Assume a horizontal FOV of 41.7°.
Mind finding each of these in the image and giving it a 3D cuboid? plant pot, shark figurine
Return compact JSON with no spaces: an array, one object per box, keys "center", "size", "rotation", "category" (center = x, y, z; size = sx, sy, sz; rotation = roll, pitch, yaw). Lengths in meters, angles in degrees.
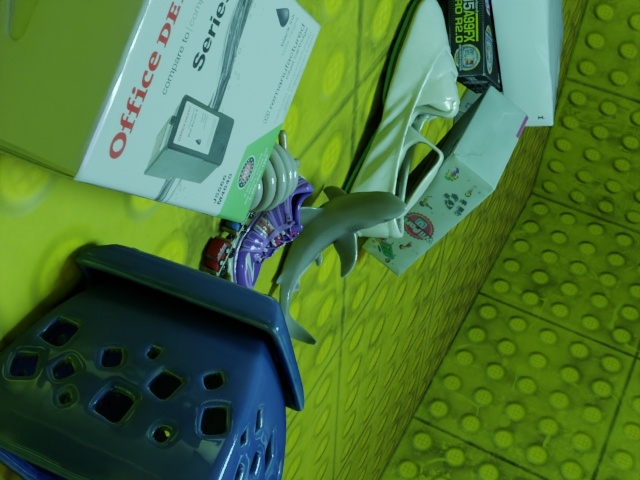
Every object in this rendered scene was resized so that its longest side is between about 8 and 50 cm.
[{"center":[-0.142,0.150,0.767],"size":[0.236,0.236,0.212],"rotation":[80,31,-58],"category":"plant pot"},{"center":[-0.023,0.009,1.197],"size":[0.116,0.166,0.278],"rotation":[27,105,-47],"category":"shark figurine"}]

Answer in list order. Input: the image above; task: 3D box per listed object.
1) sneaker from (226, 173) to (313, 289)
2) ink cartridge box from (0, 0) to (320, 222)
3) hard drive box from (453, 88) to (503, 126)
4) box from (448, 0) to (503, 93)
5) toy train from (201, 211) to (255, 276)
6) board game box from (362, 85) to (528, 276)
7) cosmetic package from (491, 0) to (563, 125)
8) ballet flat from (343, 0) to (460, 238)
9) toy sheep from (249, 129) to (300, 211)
[{"center":[-0.062,-0.009,1.049],"size":[0.170,0.071,0.068],"rotation":[-65,162,-6],"category":"sneaker"},{"center":[-0.122,-0.134,0.653],"size":[0.198,0.115,0.273],"rotation":[-68,162,3],"category":"ink cartridge box"},{"center":[0.395,-0.316,1.971],"size":[0.232,0.089,0.181],"rotation":[-59,161,-26],"category":"hard drive box"},{"center":[0.280,-0.381,1.485],"size":[0.270,0.060,0.216],"rotation":[-9,97,-70],"category":"box"},{"center":[-0.120,0.015,0.989],"size":[0.158,0.027,0.036],"rotation":[-64,151,-10],"category":"toy train"},{"center":[0.222,-0.102,1.512],"size":[0.303,0.097,0.224],"rotation":[-48,-174,48],"category":"board game box"},{"center":[0.382,-0.441,1.537],"size":[0.377,0.097,0.284],"rotation":[68,28,-47],"category":"cosmetic package"},{"center":[0.151,-0.186,1.357],"size":[0.139,0.139,0.400],"rotation":[-4,115,-70],"category":"ballet flat"},{"center":[-0.067,-0.076,0.935],"size":[0.132,0.091,0.091],"rotation":[-21,133,-42],"category":"toy sheep"}]
